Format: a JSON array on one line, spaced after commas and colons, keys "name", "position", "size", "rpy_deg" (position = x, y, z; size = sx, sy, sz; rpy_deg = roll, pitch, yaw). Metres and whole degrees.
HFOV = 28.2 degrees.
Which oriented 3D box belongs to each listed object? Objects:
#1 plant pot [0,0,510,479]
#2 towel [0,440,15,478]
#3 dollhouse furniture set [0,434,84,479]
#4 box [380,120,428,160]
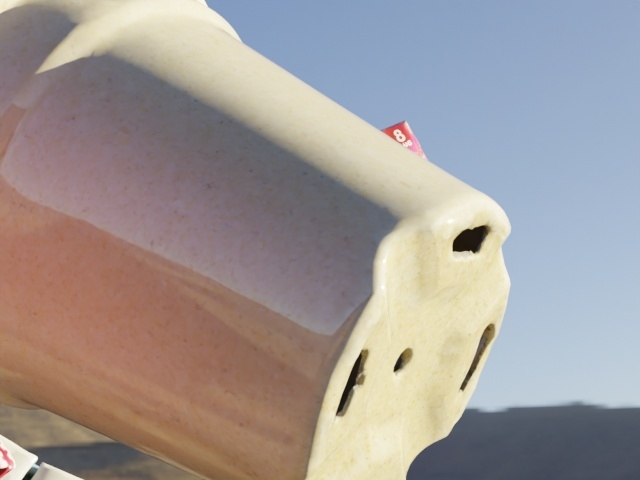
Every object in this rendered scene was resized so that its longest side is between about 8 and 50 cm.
[{"name": "plant pot", "position": [-0.061, 0.017, 0.812], "size": [0.305, 0.334, 0.334], "rpy_deg": [26, 1, 28]}, {"name": "towel", "position": [-0.286, 0.112, 0.616], "size": [0.275, 0.199, 0.031], "rpy_deg": [-42, -14, 15]}, {"name": "dollhouse furniture set", "position": [-0.186, 0.229, 0.902], "size": [0.303, 0.198, 0.286], "rpy_deg": [31, 22, -4]}, {"name": "box", "position": [0.000, 0.000, 1.220], "size": [0.128, 0.123, 0.257], "rpy_deg": [-25, -4, -33]}]
